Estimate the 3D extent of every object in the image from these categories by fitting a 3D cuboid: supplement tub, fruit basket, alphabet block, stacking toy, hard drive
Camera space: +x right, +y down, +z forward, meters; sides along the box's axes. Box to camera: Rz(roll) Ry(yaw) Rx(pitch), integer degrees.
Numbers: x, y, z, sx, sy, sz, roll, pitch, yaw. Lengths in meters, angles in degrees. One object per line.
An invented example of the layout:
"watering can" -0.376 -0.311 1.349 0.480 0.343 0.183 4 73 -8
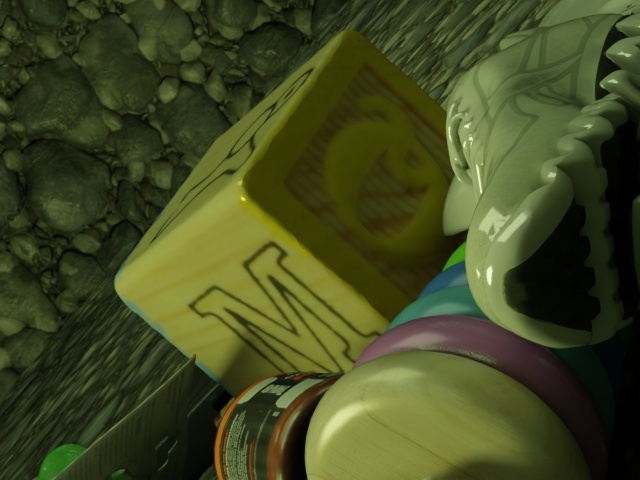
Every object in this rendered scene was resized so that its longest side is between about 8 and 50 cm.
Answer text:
"supplement tub" -0.005 0.133 1.070 0.106 0.106 0.198 -52 12 -14
"fruit basket" -0.235 0.248 1.287 0.353 0.165 0.327 -47 -13 -24
"alphabet block" 0.000 0.000 1.275 0.197 0.193 0.192 -35 19 51
"stacking toy" 0.119 0.038 0.914 0.141 0.141 0.330 -39 8 40
"hard drive" -0.123 0.164 1.552 0.255 0.054 0.172 -46 12 15

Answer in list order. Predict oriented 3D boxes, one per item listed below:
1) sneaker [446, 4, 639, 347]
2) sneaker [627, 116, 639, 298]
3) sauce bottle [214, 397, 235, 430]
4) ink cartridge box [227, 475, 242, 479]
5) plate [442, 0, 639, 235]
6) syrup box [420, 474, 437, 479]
"sneaker" 0.111 -0.037 0.843 0.118 0.110 0.292 3 26 21
"sneaker" 0.241 -0.113 0.818 0.146 0.122 0.330 0 62 24
"sauce bottle" -0.032 0.114 1.402 0.128 0.042 0.042 -48 11 8
"ink cartridge box" -0.058 0.246 0.826 0.154 0.093 0.212 -66 -3 37
"plate" 0.218 -0.139 1.184 0.277 0.045 0.278 -25 23 44
"syrup box" 0.022 0.217 0.708 0.096 0.093 0.237 -39 14 37
